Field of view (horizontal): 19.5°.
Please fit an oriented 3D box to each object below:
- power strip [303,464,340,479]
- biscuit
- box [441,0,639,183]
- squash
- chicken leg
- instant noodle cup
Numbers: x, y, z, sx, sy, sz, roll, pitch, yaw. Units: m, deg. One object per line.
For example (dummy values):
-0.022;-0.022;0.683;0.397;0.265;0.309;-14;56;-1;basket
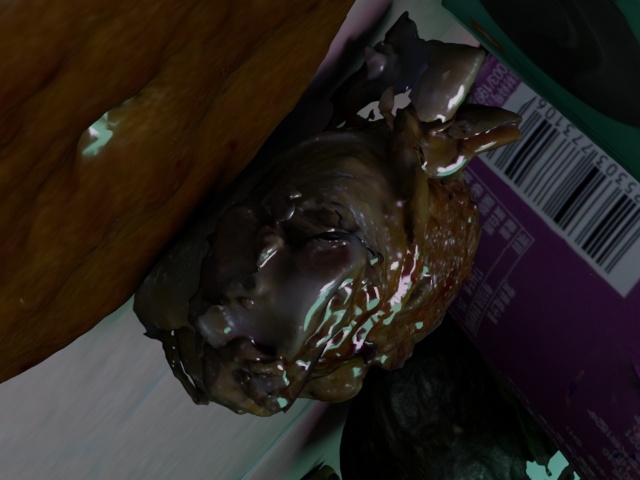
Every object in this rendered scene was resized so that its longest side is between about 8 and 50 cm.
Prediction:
-0.054;0.251;1.213;0.064;0.044;0.305;-28;157;-53;power strip
-0.057;-0.022;0.397;0.212;0.036;0.212;-42;167;-12;biscuit
0.122;-0.136;0.460;0.205;0.118;0.311;-49;168;-1;box
0.097;0.107;1.029;0.193;0.156;0.193;-30;171;-5;squash
-0.004;0.005;0.544;0.125;0.080;0.196;-54;173;30;chicken leg
0.206;-0.004;0.796;0.340;0.266;0.340;-44;166;-14;instant noodle cup
